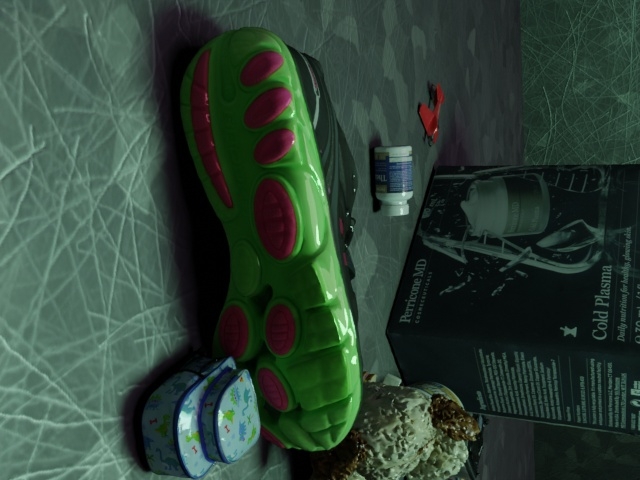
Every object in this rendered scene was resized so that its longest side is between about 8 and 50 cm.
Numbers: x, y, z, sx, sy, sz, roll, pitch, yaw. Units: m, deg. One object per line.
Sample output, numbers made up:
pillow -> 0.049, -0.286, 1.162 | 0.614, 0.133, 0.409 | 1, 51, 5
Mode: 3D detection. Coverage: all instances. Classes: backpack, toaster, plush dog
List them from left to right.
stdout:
backpack -> -0.116, 0.176, 0.700 | 0.114, 0.084, 0.105 | -34, 120, -58
plush dog -> 0.080, 0.257, 0.965 | 0.225, 0.263, 0.210 | 126, -56, -69
toaster -> 0.317, 0.448, 1.641 | 0.185, 0.110, 0.168 | 63, 37, -46

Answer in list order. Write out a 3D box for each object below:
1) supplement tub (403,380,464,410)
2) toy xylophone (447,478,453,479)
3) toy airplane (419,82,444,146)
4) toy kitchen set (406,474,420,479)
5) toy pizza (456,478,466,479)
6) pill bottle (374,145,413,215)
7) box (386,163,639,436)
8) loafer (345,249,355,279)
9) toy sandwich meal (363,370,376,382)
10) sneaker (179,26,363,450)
supplement tub -> 0.184, 0.335, 1.301 | 0.200, 0.144, 0.144 | 14, 79, -65
toy xylophone -> 0.266, 0.650, 1.575 | 0.322, 0.081, 0.236 | 70, 32, -42
toy airplane -> 0.249, -0.275, 1.547 | 0.151, 0.028, 0.151 | 2, 90, -67
toy kitchen set -> 0.174, 0.577, 1.397 | 0.207, 0.166, 0.122 | -24, 119, -23
toy pizza -> 0.408, 0.575, 1.945 | 0.201, 0.032, 0.201 | 2, 90, -66
pill bottle -> 0.128, -0.106, 1.244 | 0.067, 0.067, 0.120 | -21, 110, -64
box -> 0.443, 0.101, 1.462 | 0.297, 0.472, 0.479 | 65, 35, -42
loafer -> 0.000, 0.000, 0.993 | 0.170, 0.062, 0.061 | 60, 17, -54
toy sandwich meal -> 0.078, 0.263, 1.200 | 0.086, 0.029, 0.085 | 2, 90, -66
sneaker -> -0.018, 0.012, 0.790 | 0.202, 0.185, 0.482 | -27, 117, -58
